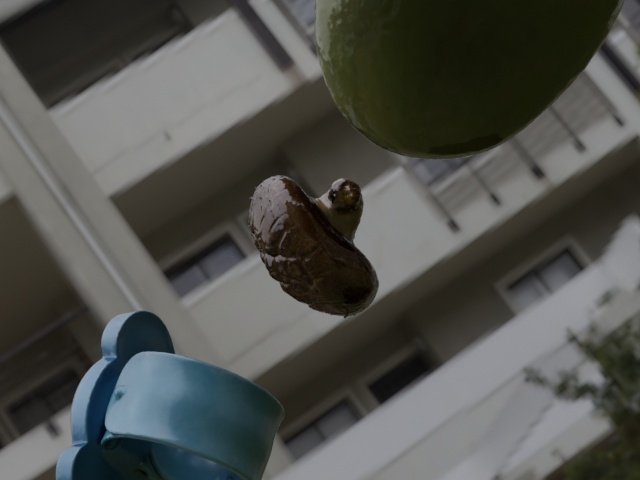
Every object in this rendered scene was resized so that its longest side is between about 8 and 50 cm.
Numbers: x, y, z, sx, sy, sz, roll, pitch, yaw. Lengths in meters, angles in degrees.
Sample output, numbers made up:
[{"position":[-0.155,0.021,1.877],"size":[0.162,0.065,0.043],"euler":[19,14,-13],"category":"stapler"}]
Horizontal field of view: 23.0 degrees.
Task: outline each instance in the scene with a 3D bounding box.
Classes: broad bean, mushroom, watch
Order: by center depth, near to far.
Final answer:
[{"position":[0.103,-0.175,1.011],"size":[0.263,0.189,0.121],"euler":[-61,13,24],"category":"broad bean"},{"position":[-0.006,0.005,1.220],"size":[0.085,0.126,0.109],"euler":[-37,-10,-34],"category":"mushroom"},{"position":[-0.132,0.182,1.523],"size":[0.193,0.210,0.211],"euler":[3,8,32],"category":"watch"}]
